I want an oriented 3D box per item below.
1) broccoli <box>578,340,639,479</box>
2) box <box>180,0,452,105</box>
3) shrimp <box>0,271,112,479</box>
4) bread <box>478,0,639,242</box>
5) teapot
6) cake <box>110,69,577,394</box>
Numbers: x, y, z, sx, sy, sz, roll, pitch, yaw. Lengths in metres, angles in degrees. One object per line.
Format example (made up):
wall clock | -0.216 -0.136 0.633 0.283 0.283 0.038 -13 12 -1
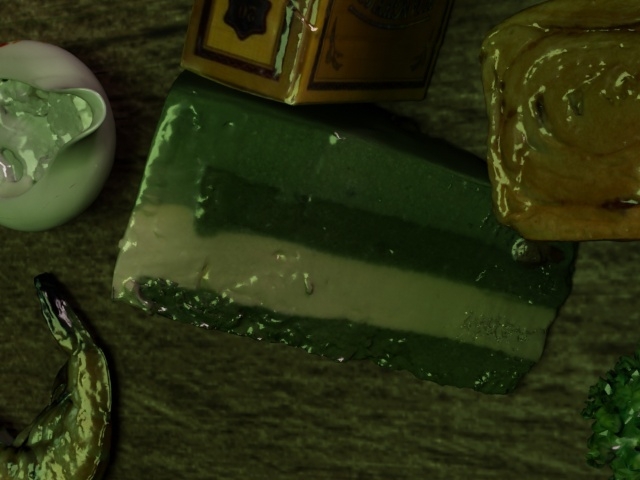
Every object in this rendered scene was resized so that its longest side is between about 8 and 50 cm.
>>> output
broccoli | 0.236 0.136 0.644 0.194 0.194 0.220 -13 96 28
box | 0.032 -0.234 0.700 0.084 0.193 0.301 22 106 24
shrimp | -0.279 0.113 0.997 0.262 0.051 0.198 15 96 23
bread | 0.186 -0.067 0.657 0.158 0.143 0.149 -8 88 39
teapot | -0.227 -0.077 0.915 0.226 0.092 0.145 -16 86 30
cake | 0.006 0.002 0.762 0.283 0.172 0.158 27 110 20
